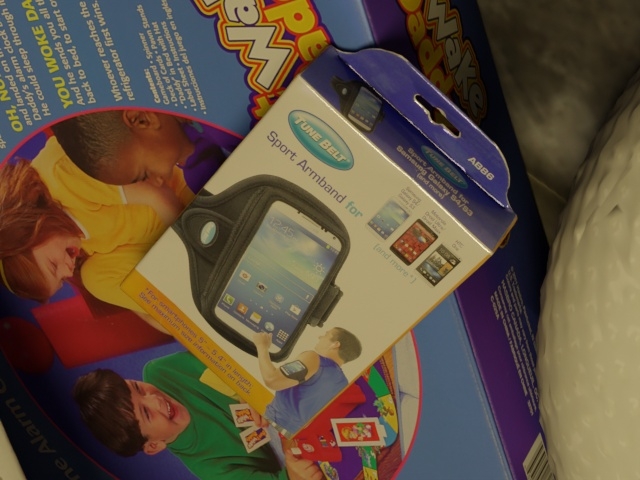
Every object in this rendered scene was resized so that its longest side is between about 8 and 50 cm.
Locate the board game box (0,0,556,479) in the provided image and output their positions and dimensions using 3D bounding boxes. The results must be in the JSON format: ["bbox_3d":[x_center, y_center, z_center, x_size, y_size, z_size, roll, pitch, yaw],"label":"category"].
[{"bbox_3d":[-0.057,-0.047,0.627,0.233,0.078,0.347,-4,118,30],"label":"board game box"}]

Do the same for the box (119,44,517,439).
[{"bbox_3d":[0.000,0.000,0.557,0.081,0.028,0.136,42,132,-1],"label":"box"}]

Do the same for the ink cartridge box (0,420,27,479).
[{"bbox_3d":[-0.204,0.086,0.687,0.303,0.072,0.307,-34,77,57],"label":"ink cartridge box"}]

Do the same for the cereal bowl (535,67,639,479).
[{"bbox_3d":[0.217,0.067,0.512,0.339,0.141,0.339,14,124,21],"label":"cereal bowl"}]
